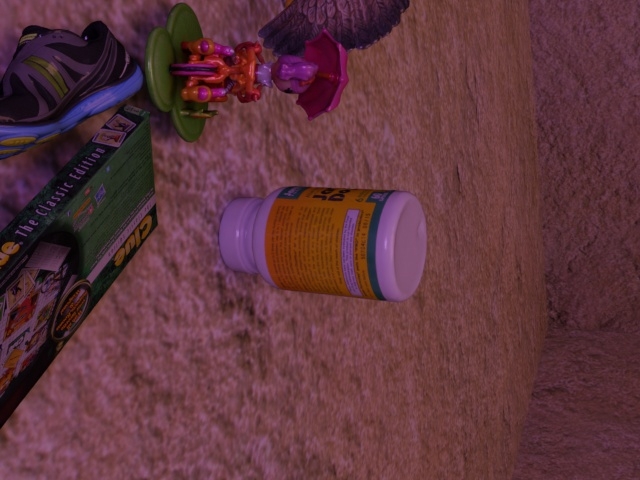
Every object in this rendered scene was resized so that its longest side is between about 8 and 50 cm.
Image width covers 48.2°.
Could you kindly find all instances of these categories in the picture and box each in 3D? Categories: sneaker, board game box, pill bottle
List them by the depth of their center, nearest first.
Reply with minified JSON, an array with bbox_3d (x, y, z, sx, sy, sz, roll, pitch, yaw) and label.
[{"bbox_3d":[-0.209,-0.112,0.523,0.078,0.067,0.188,62,37,-17],"label":"sneaker"},{"bbox_3d":[-0.199,0.026,0.530,0.136,0.030,0.260,98,15,-48],"label":"board game box"},{"bbox_3d":[0.000,0.000,0.780,0.117,0.208,0.117,-16,108,-62],"label":"pill bottle"}]

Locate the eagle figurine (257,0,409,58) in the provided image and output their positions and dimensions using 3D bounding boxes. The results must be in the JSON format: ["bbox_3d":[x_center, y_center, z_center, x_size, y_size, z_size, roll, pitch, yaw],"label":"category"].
[{"bbox_3d":[0.018,-0.339,0.806,0.298,0.226,0.225,-46,153,-60],"label":"eagle figurine"}]

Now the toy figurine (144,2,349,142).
[{"bbox_3d":[-0.055,-0.155,0.652,0.173,0.159,0.130,-50,140,-79],"label":"toy figurine"}]
